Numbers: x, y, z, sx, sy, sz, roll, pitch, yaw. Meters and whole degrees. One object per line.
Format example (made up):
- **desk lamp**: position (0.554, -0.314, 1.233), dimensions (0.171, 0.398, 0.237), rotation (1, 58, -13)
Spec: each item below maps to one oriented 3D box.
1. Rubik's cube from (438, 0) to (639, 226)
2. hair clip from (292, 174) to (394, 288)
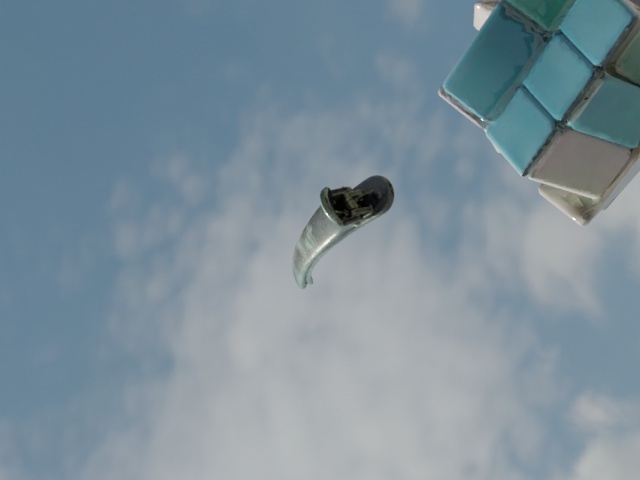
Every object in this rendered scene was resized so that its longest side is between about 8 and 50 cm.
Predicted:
- **Rubik's cube**: position (0.377, -0.236, 2.185), dimensions (0.387, 0.358, 0.368), rotation (-54, -15, 24)
- **hair clip**: position (0.000, 0.000, 1.451), dimensions (0.070, 0.229, 0.039), rotation (-16, -105, -23)
